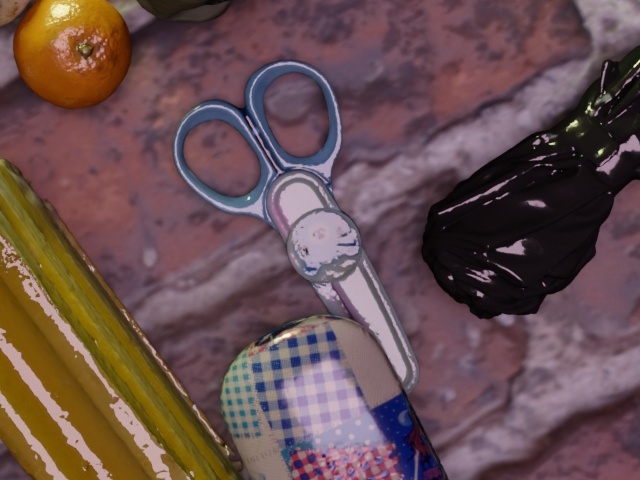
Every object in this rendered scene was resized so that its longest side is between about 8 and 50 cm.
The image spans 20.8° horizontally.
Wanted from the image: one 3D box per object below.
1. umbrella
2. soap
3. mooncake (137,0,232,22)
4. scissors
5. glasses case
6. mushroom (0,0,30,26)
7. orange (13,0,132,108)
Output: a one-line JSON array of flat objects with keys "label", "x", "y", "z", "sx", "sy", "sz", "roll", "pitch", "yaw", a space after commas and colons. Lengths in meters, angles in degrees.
[{"label": "umbrella", "x": 0.212, "y": -0.079, "z": 1.239, "sx": 0.340, "sy": 0.118, "sz": 0.118, "roll": -44, "pitch": 97, "yaw": -7}, {"label": "soap", "x": -0.161, "y": 0.098, "z": 1.163, "sx": 0.091, "sy": 0.199, "sz": 0.315, "roll": -36, "pitch": 97, "yaw": 2}, {"label": "mooncake", "x": -0.040, "y": -0.258, "z": 1.120, "sx": 0.136, "sy": 0.250, "sz": 0.254, "roll": 30, "pitch": 90, "yaw": -5}, {"label": "scissors", "x": 0.000, "y": 0.000, "z": 1.252, "sx": 0.125, "sy": 0.030, "sz": 0.256, "roll": -30, "pitch": 96, "yaw": 1}, {"label": "glasses case", "x": 0.041, "y": 0.207, "z": 1.243, "sx": 0.125, "sy": 0.076, "sz": 0.327, "roll": -26, "pitch": 99, "yaw": 2}, {"label": "mushroom", "x": -0.226, "y": -0.186, "z": 1.202, "sx": 0.083, "sy": 0.067, "sz": 0.084, "roll": -5, "pitch": 80, "yaw": 28}, {"label": "orange", "x": -0.170, "y": -0.132, "z": 1.203, "sx": 0.083, "sy": 0.083, "sz": 0.084, "roll": 0, "pitch": 94, "yaw": -5}]
